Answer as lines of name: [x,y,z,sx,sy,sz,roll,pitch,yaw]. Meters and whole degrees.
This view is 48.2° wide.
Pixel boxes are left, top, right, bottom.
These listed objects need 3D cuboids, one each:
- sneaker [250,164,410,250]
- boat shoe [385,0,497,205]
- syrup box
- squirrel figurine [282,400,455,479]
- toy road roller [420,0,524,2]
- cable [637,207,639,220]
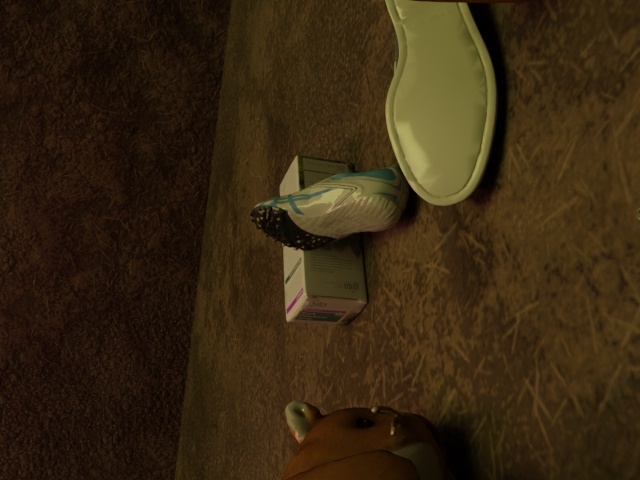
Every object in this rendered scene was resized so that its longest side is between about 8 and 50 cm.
sneaker: [0.011,-0.045,0.941,0.237,0.085,0.086,-8,39,35]
boat shoe: [0.132,-0.183,0.777,0.099,0.116,0.320,28,-127,-63]
syrup box: [0.000,0.000,1.054,0.096,0.093,0.237,126,145,-55]
squirrel figurine: [-0.037,0.315,0.657,0.397,0.281,0.370,-43,8,26]
toy road roller: [0.152,-0.309,0.565,0.329,0.202,0.241,-115,23,-66]
cable: [0.265,0.033,0.338,0.139,0.072,0.287,-53,38,33]
